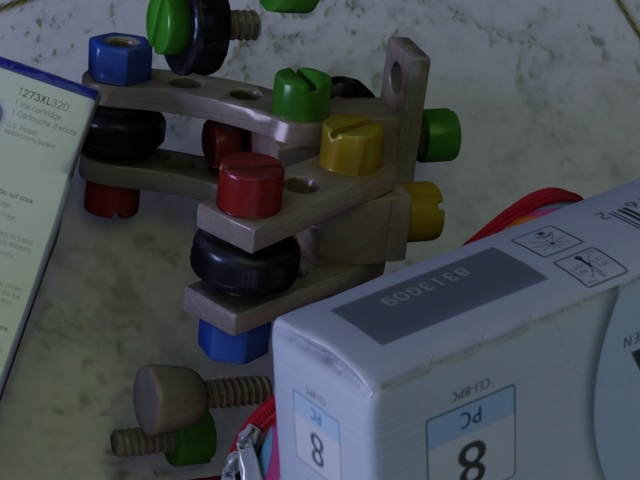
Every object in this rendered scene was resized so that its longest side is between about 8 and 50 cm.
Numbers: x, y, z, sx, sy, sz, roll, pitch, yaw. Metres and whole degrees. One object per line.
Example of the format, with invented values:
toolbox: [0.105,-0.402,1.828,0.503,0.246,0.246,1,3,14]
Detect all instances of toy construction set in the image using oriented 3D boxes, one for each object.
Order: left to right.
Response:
toy construction set: [0.000,0.000,1.078,0.237,0.257,0.309,-2,90,-28]

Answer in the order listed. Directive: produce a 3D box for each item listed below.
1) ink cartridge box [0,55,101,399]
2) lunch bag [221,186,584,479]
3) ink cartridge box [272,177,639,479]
ink cartridge box: [-0.264,0.061,1.024,0.176,0.069,0.371,19,77,-5]
lunch bag: [0.089,0.115,1.014,0.293,0.258,0.120,-37,43,-21]
ink cartridge box: [0.133,0.170,0.942,0.308,0.385,0.091,-20,31,-30]
